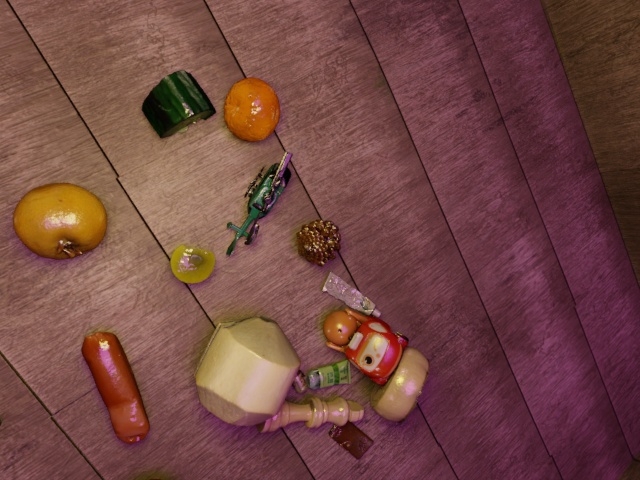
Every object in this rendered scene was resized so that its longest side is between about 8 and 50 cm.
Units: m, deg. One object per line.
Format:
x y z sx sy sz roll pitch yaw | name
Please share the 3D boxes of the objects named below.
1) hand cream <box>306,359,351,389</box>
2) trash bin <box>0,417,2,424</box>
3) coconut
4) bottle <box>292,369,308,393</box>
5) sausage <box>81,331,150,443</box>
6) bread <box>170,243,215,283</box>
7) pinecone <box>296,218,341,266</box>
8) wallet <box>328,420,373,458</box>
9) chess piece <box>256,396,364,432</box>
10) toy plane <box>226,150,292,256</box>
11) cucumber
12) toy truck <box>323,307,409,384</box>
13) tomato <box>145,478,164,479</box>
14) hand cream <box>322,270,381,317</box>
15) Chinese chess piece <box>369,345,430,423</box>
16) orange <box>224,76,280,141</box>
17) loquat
0.035 0.491 1.464 0.175 0.046 0.095 -4 90 -25 | hand cream
-0.896 0.531 0.953 0.122 0.240 0.164 27 82 -20 | trash bin
-0.213 0.379 1.225 0.323 0.323 0.322 -1 91 -24 | coconut
-0.083 0.481 1.412 0.047 0.063 0.101 -22 98 11 | bottle
-0.585 0.421 1.168 0.097 0.094 0.348 -18 100 -9 | sausage
-0.394 0.071 1.230 0.129 0.114 0.111 22 83 -23 | bread
0.000 0.000 1.388 0.174 0.174 0.173 -1 91 -24 | pinecone
0.115 0.741 1.516 0.095 0.026 0.176 -47 107 -13 | wallet
-0.023 0.597 1.411 0.397 0.117 0.117 9 87 -25 | chess piece
-0.197 -0.114 1.298 0.106 0.155 0.381 35 95 -21 | toy plane
-0.414 -0.388 1.182 0.191 0.191 0.130 -37 96 -19 | cucumber
0.141 0.348 1.400 0.239 0.265 0.189 28 91 -31 | toy truck
-0.508 0.803 1.185 0.195 0.136 0.195 0 90 -26 | tomato
0.120 0.211 1.496 0.257 0.050 0.084 32 76 -16 | hand cream
0.285 0.512 1.454 0.112 0.270 0.270 30 78 6 | Chinese chess piece
-0.211 -0.407 1.266 0.161 0.193 0.193 -2 92 -46 | orange
-0.676 -0.048 1.059 0.208 0.208 0.208 -1 91 -24 | loquat
